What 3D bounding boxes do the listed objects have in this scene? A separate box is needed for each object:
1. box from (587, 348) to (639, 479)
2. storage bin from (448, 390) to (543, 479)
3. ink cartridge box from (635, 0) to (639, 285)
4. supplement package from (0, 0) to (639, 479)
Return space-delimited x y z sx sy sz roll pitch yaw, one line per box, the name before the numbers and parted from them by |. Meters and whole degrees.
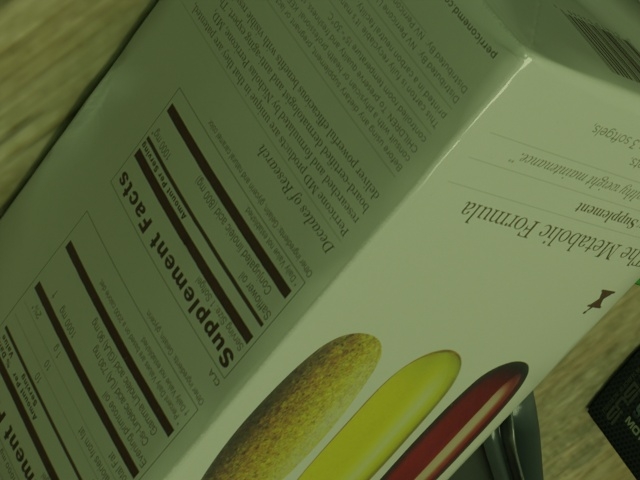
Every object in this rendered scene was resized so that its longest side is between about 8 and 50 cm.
box | 0.279 0.142 0.968 0.233 0.183 0.059 6 130 -42
storage bin | 0.047 0.076 0.792 0.091 0.098 0.135 -6 147 10
ink cartridge box | 0.193 -0.075 0.713 0.153 0.087 0.208 16 122 -49
supplement package | 0.000 0.000 0.607 0.139 0.134 0.244 12 126 -46
